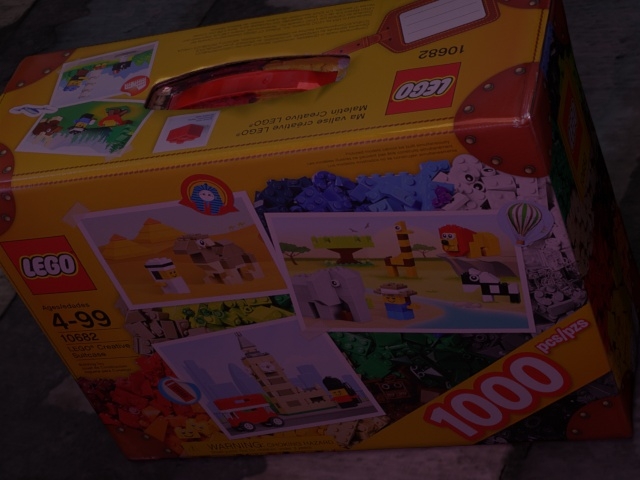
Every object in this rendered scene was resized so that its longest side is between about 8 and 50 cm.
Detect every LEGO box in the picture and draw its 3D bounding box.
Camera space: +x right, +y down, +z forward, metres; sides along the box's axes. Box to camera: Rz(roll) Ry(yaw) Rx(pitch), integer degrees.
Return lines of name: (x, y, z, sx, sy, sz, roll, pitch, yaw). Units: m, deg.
LEGO box: (0.000, 0.000, 1.355, 0.500, 0.372, 0.193, -6, 42, 23)
